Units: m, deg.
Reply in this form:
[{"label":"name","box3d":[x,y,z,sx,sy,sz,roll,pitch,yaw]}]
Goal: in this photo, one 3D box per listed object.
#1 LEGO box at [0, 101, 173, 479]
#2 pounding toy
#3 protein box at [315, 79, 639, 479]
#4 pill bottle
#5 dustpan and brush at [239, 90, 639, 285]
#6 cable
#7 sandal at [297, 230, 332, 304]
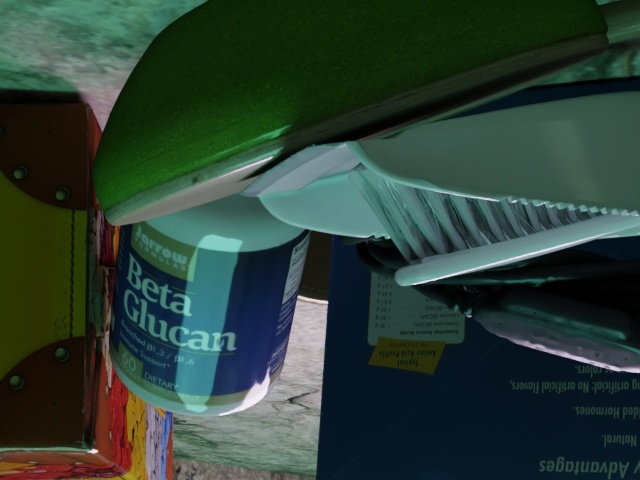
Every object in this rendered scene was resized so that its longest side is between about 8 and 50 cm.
[{"label":"LEGO box","box3d":[-0.361,0.067,0.894,0.500,0.193,0.372,-1,165,0]},{"label":"pounding toy","box3d":[0.012,-0.091,0.506,0.183,0.110,0.237,-19,-178,41]},{"label":"protein box","box3d":[0.119,0.039,0.725,0.199,0.201,0.136,-3,164,25]},{"label":"pill bottle","box3d":[-0.052,-0.003,0.697,0.094,0.094,0.169,6,127,-8]},{"label":"dustpan and brush","box3d":[0.092,-0.012,0.437,0.211,0.060,0.147,-11,179,-12]},{"label":"cable","box3d":[0.094,-0.015,0.580,0.184,0.150,0.047,14,130,22]},{"label":"sandal","box3d":[0.000,0.006,0.861,0.240,0.088,0.079,10,159,-40]}]
